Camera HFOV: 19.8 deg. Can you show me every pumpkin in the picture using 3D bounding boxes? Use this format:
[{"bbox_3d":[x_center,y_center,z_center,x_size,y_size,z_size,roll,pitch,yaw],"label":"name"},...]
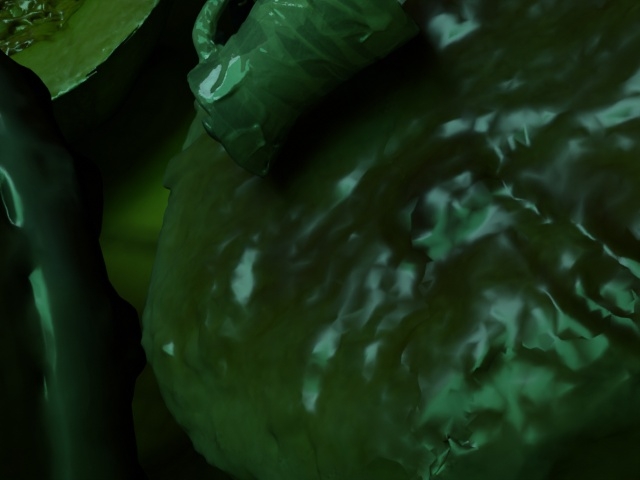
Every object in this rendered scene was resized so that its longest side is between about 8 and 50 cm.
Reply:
[{"bbox_3d":[-0.154,-0.124,0.991,0.217,0.110,0.217,-8,56,12],"label":"pumpkin"}]

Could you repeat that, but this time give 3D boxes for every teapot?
[{"bbox_3d":[-0.014,-0.069,0.655,0.067,0.057,0.083,45,100,16],"label":"teapot"}]

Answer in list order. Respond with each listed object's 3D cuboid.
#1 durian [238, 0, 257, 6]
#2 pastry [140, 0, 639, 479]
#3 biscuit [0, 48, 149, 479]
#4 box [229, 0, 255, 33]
[{"bbox_3d":[-0.023,-0.190,0.860,0.137,0.095,0.220,-30,38,-13],"label":"durian"},{"bbox_3d":[0.078,-0.022,0.684,0.329,0.136,0.330,-22,47,25],"label":"pastry"},{"bbox_3d":[-0.182,0.031,0.801,0.366,0.115,0.268,44,131,45],"label":"biscuit"},{"bbox_3d":[0.047,-0.155,0.896,0.212,0.042,0.201,-31,42,16],"label":"box"}]
